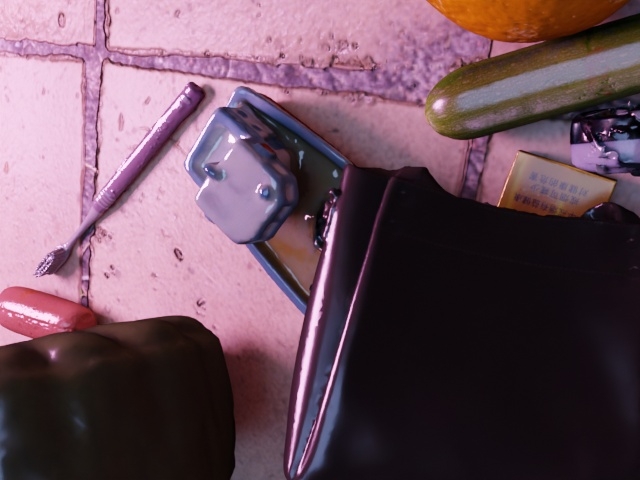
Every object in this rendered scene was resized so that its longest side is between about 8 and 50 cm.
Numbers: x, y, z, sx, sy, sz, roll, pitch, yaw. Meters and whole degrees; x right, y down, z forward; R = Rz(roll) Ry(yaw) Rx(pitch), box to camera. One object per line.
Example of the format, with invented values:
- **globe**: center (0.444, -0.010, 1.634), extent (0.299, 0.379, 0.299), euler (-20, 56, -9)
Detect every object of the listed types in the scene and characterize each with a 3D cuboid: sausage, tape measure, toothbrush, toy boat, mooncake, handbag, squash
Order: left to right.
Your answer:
- **sausage**: center (-0.365, 0.101, 0.817), extent (0.154, 0.062, 0.062), euler (11, 103, 24)
- **mooncake**: center (-0.264, 0.190, 0.621), extent (0.356, 0.356, 0.194), euler (-15, 88, 27)
- **toothbrush**: center (-0.255, -0.061, 0.755), extent (0.024, 0.029, 0.354), euler (47, 115, -3)
- **toy boat**: center (0.000, 0.000, 0.582), extent (0.332, 0.133, 0.145), euler (45, 113, 13)
- **handbag**: center (0.127, 0.081, 0.465), extent (0.285, 0.113, 0.257), euler (10, 87, 0)
- **squash**: center (0.195, -0.132, 0.501), extent (0.228, 0.066, 0.066), euler (-11, 94, 26)
- **tape measure**: center (0.242, -0.079, 0.477), extent (0.094, 0.091, 0.054), euler (-4, 104, 9)

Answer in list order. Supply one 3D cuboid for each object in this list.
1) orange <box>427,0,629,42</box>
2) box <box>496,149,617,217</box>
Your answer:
- **orange**: center (0.154, -0.256, 0.438), extent (0.219, 0.193, 0.219), euler (1, 93, 9)
- **box**: center (0.190, 0.006, 0.551), extent (0.089, 0.022, 0.156), euler (22, 108, 23)
